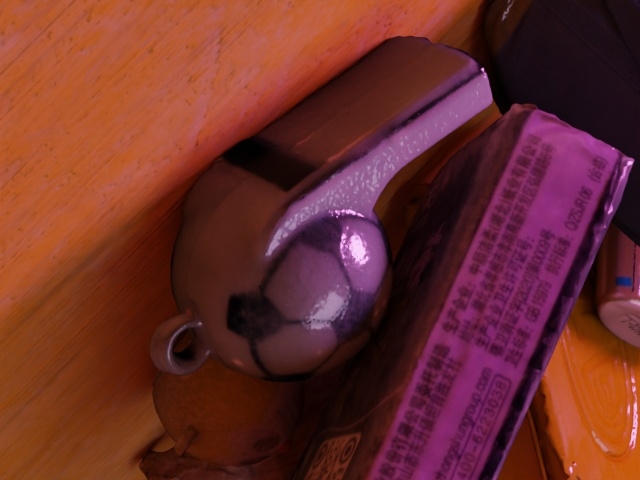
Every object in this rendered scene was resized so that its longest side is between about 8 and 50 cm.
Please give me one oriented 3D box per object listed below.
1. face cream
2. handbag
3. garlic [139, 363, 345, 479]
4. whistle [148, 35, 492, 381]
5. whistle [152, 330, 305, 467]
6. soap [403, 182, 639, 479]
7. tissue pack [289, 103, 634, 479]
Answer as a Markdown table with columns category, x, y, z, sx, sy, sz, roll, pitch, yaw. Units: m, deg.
| category | x | y | z | sx | sy | sz | roll | pitch | yaw |
| --- | --- | --- | --- | --- | --- | --- | --- | --- | --- |
| face cream | 0.285 | -0.054 | 1.571 | 0.067 | 0.285 | 0.139 | -9 | 152 | 31 |
| handbag | 0.284 | -0.137 | 1.385 | 0.263 | 0.241 | 0.222 | -42 | 160 | -13 |
| garlic | -0.024 | 0.185 | 1.503 | 0.253 | 0.245 | 0.245 | 2 | 138 | -19 |
| whistle | 0.000 | 0.000 | 1.227 | 0.289 | 0.163 | 0.163 | -36 | 157 | -22 |
| whistle | -0.044 | 0.097 | 1.390 | 0.223 | 0.123 | 0.123 | -47 | 165 | -43 |
| soap | 0.193 | 0.091 | 1.544 | 0.096 | 0.325 | 0.204 | -12 | -177 | 38 |
| tissue pack | 0.076 | 0.102 | 1.270 | 0.361 | 0.122 | 0.259 | -63 | -175 | -21 |
